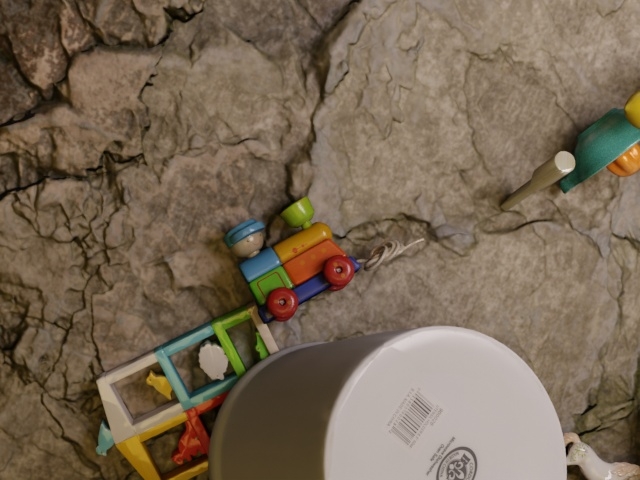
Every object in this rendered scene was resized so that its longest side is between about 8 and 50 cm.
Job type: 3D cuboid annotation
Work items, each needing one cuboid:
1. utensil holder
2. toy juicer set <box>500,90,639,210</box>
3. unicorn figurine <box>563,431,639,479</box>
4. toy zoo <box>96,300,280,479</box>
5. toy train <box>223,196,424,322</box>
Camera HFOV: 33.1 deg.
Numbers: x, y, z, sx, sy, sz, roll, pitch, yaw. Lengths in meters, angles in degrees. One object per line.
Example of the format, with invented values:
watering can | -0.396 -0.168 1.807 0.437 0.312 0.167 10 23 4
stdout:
utensil holder | 0.072 0.275 1.332 0.328 0.385 0.327 4 79 -22
toy juicer set | 0.401 -0.129 1.435 0.329 0.209 0.089 -38 87 1
unicorn figurine | 0.409 0.349 1.605 0.162 0.060 0.111 43 94 -13
toy zoo | -0.183 0.232 1.525 0.293 0.030 0.192 -26 103 -2
toy train | 0.000 0.000 1.479 0.248 0.105 0.143 -30 86 -6
